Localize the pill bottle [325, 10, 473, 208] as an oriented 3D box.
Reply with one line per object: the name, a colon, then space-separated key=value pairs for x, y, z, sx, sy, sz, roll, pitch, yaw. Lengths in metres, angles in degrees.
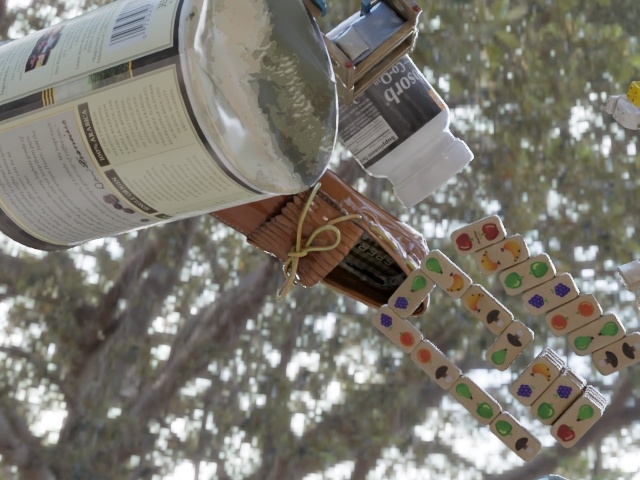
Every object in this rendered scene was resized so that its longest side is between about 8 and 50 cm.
pill bottle: x=0.096 y=-0.196 z=1.865 sx=0.278 sy=0.162 sz=0.162 roll=51 pitch=-49 yaw=-3

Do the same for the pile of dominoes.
pile of dominoes: x=0.196 y=0.105 z=1.315 sx=0.251 sy=0.040 sz=0.196 roll=42 pitch=-66 yaw=10

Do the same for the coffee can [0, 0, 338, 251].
coffee can: x=-0.153 y=-0.111 z=1.079 sx=0.275 sy=0.201 sz=0.201 roll=-12 pitch=-40 yaw=33

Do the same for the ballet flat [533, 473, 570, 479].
ballet flat: x=0.144 y=0.245 z=0.916 sx=0.072 sy=0.068 sz=0.213 roll=3 pitch=-42 yaw=-18

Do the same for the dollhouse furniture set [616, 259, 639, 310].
dollhouse furniture set: x=0.739 y=0.079 z=2.142 sx=0.303 sy=0.355 sz=0.173 roll=-21 pitch=-42 yaw=-9

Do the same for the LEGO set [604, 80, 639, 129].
LEGO set: x=0.370 y=-0.123 z=1.295 sx=0.093 sy=0.227 sz=0.087 roll=-4 pitch=-55 yaw=-24

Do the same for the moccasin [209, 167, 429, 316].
moccasin: x=-0.002 y=0.002 z=1.592 sx=0.139 sy=0.147 sz=0.380 roll=-36 pitch=-48 yaw=24

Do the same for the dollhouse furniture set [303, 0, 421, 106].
dollhouse furniture set: x=0.020 y=-0.300 z=1.625 sx=0.183 sy=0.129 sz=0.129 roll=46 pitch=-11 yaw=11
